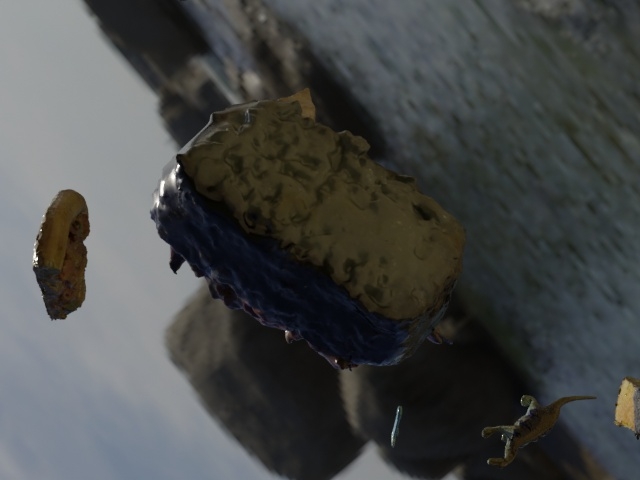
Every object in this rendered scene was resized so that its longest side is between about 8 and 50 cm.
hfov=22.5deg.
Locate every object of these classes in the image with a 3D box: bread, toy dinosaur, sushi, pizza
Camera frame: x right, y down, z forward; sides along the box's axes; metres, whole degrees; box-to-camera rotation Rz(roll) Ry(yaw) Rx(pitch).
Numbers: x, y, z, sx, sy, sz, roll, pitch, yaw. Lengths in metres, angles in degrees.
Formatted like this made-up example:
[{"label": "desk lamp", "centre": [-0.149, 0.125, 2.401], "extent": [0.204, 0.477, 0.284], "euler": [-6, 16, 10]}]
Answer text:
[{"label": "bread", "centre": [0.411, 0.202, 1.890], "extent": [0.103, 0.065, 0.187], "euler": [9, -176, -3]}, {"label": "toy dinosaur", "centre": [0.207, 0.183, 1.608], "extent": [0.058, 0.180, 0.037], "euler": [13, 125, 38]}, {"label": "sushi", "centre": [0.000, 0.000, 1.647], "extent": [0.343, 0.196, 0.182], "euler": [34, 150, 4]}, {"label": "pizza", "centre": [-0.371, 0.027, 2.354], "extent": [0.292, 0.058, 0.197], "euler": [-86, -1, -77]}]

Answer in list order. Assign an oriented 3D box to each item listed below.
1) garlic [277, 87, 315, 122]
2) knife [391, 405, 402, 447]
[{"label": "garlic", "centre": [-0.064, -0.064, 2.268], "extent": [0.128, 0.266, 0.148], "euler": [43, -139, 21]}, {"label": "knife", "centre": [0.116, 0.279, 2.436], "extent": [0.096, 0.010, 0.027], "euler": [97, 178, -52]}]
